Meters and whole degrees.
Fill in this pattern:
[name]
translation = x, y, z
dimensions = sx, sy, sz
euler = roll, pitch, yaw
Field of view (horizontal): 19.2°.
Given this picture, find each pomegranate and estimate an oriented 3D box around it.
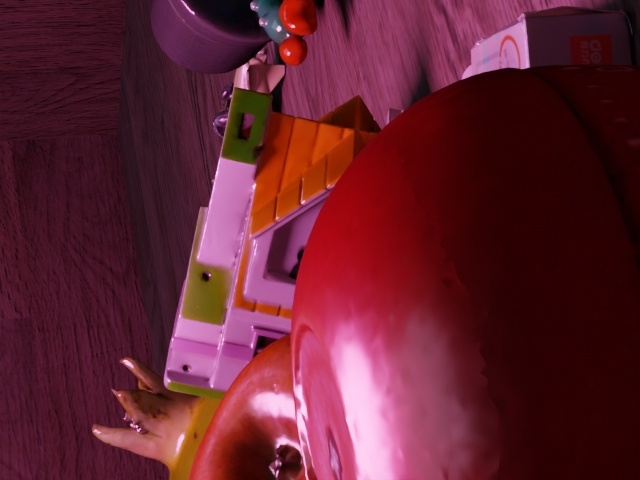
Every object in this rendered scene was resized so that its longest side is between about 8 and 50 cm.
[pomegranate]
translation = -0.063, 0.220, 1.932
dimensions = 0.260, 0.341, 0.260
euler = -158, 90, -77

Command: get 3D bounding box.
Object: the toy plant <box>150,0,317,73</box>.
[toy plant]
translation = -0.076, -0.328, 2.131
dimensions = 0.279, 0.185, 0.400
euler = -68, 11, -20

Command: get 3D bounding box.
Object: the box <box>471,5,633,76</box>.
[box]
translation = 0.166, -0.022, 1.304
dimensions = 0.135, 0.079, 0.269
euler = 164, 101, -78

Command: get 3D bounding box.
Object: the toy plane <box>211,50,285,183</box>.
[toy plane]
translation = -0.094, -0.143, 2.479
dimensions = 0.229, 0.092, 0.244
euler = -84, 1, -55

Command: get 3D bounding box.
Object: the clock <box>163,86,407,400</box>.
[clock]
translation = 0.000, 0.000, 1.777
dimensions = 0.166, 0.235, 0.309
euler = -85, 8, -59

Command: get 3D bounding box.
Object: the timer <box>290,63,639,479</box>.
[timer]
translation = 0.133, 0.092, 1.037
dimensions = 0.378, 0.279, 0.378
euler = 173, 90, -77

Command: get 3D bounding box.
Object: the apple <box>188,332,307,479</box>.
[apple]
translation = 0.024, 0.184, 1.309
dimensions = 0.206, 0.251, 0.272
euler = 42, -129, -48

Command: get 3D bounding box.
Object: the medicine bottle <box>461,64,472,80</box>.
[medicine bottle]
translation = 0.143, -0.092, 1.442
dimensions = 0.057, 0.057, 0.089
euler = 104, 158, -57
